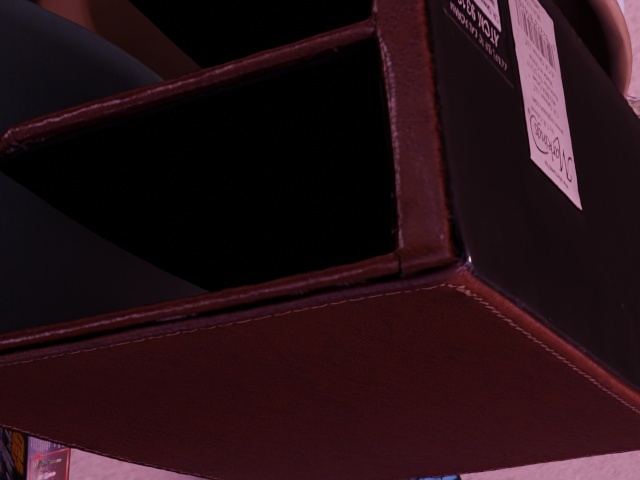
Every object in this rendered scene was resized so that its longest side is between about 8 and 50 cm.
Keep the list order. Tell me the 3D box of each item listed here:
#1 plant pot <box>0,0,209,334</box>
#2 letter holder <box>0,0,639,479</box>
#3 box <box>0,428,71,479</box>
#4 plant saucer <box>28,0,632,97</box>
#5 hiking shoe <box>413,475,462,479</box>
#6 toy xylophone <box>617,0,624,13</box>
[{"bbox_3d":[-0.153,-0.011,0.621,0.234,0.165,0.165,12,82,-54],"label":"plant pot"},{"bbox_3d":[0.000,0.000,0.571,0.214,0.152,0.302,-14,159,23],"label":"letter holder"},{"bbox_3d":[-0.166,0.101,0.813,0.027,0.094,0.137,-12,136,-26],"label":"box"},{"bbox_3d":[0.003,-0.090,0.680,0.278,0.041,0.278,4,152,2],"label":"plant saucer"},{"bbox_3d":[0.053,0.149,0.984,0.113,0.132,0.304,-31,141,-4],"label":"hiking shoe"},{"bbox_3d":[0.172,-0.216,0.735,0.236,0.081,0.322,-5,133,-32],"label":"toy xylophone"}]
